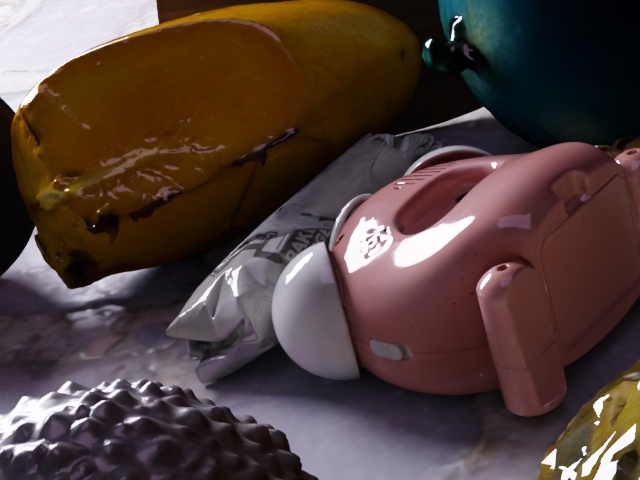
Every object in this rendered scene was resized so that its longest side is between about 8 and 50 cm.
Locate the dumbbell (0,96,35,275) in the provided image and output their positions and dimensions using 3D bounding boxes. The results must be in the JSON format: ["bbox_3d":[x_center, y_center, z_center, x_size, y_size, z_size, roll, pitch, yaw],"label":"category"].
[{"bbox_3d":[-0.262,-0.052,1.154,0.143,0.143,0.325,-24,26,-15],"label":"dumbbell"}]

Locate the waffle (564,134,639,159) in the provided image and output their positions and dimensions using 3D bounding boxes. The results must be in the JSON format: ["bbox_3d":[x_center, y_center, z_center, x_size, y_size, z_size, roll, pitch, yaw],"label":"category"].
[{"bbox_3d":[0.205,-0.045,0.948,0.152,0.023,0.097,12,35,20],"label":"waffle"}]

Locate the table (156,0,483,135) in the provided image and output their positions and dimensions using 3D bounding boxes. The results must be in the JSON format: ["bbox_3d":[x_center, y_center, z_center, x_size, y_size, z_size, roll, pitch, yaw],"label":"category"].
[{"bbox_3d":[0.042,-0.244,1.237,0.317,0.317,0.249,-13,11,8],"label":"table"}]

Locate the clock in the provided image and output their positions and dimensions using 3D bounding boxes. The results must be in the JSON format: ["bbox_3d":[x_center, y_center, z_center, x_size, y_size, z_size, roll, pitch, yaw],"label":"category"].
[{"bbox_3d":[0.069,0.005,0.896,0.162,0.093,0.166,4,33,43],"label":"clock"}]

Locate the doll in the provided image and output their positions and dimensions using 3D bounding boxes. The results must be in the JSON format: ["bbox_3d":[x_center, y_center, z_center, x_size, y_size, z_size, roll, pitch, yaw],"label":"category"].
[{"bbox_3d":[0.196,-0.156,1.011,0.322,0.198,0.186,-28,1,-15],"label":"doll"}]

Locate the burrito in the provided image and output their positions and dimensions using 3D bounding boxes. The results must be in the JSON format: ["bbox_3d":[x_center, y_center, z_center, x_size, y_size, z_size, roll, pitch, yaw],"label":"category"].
[{"bbox_3d":[0.000,0.000,0.987,0.064,0.064,0.203,7,35,41],"label":"burrito"}]

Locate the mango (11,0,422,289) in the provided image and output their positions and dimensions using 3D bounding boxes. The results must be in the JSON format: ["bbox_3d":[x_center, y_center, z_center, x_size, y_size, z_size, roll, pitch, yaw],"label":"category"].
[{"bbox_3d":[-0.055,-0.071,1.070,0.252,0.126,0.154,-24,-8,-13],"label":"mango"}]

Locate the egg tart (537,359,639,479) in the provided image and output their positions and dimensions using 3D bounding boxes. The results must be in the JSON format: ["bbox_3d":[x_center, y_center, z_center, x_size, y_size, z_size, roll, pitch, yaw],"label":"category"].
[{"bbox_3d":[0.218,0.066,0.648,0.297,0.132,0.297,-8,25,4],"label":"egg tart"}]

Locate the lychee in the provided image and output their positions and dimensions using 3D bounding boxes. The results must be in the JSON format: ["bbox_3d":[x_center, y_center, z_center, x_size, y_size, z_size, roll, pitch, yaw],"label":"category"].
[{"bbox_3d":[-0.073,0.129,0.645,0.165,0.165,0.197,-5,16,24],"label":"lychee"}]
